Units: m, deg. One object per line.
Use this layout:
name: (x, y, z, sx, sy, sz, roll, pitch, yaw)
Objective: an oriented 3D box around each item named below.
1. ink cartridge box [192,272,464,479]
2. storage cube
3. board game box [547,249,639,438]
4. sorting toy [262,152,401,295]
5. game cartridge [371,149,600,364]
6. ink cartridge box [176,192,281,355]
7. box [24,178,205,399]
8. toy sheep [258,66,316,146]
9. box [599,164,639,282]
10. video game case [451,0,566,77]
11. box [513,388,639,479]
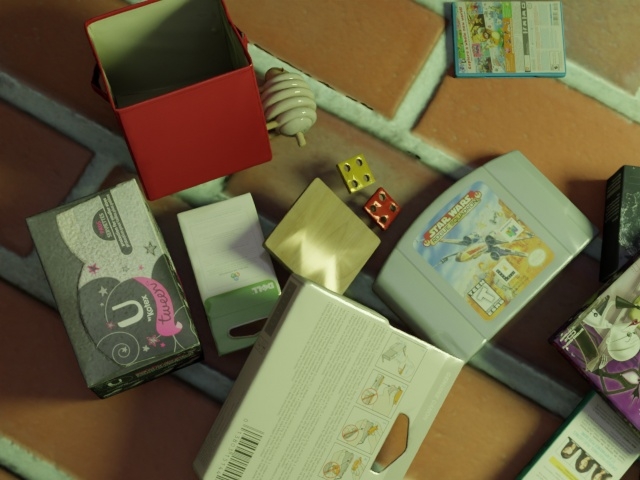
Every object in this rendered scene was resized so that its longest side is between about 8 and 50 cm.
ink cartridge box: (0.011, 0.230, 1.615, 0.261, 0.066, 0.296, 27, 92, -22)
storage cube: (-0.192, -0.202, 1.647, 0.215, 0.193, 0.183, -20, 54, -6)
board game box: (0.501, 0.091, 1.627, 0.347, 0.056, 0.208, -43, 91, -5)
sorting toy: (0.000, 0.000, 1.686, 0.132, 0.046, 0.274, 44, 62, -14)
game cartridge: (0.226, 0.018, 1.715, 0.297, 0.062, 0.198, -43, 86, -11)
ink cartridge box: (-0.120, 0.050, 1.686, 0.109, 0.062, 0.209, -16, 79, -7)
box: (-0.273, 0.067, 1.635, 0.163, 0.142, 0.247, -21, 79, -7)
toy sheep: (-0.048, -0.191, 1.734, 0.091, 0.091, 0.132, -18, 75, -6)
box: (0.487, -0.013, 1.713, 0.156, 0.093, 0.158, 7, 78, -1)
video game case: (0.281, -0.301, 1.810, 0.166, 0.015, 0.119, -1, 78, -3)
box: (0.346, 0.311, 1.647, 0.100, 0.060, 0.244, 42, 79, 7)
